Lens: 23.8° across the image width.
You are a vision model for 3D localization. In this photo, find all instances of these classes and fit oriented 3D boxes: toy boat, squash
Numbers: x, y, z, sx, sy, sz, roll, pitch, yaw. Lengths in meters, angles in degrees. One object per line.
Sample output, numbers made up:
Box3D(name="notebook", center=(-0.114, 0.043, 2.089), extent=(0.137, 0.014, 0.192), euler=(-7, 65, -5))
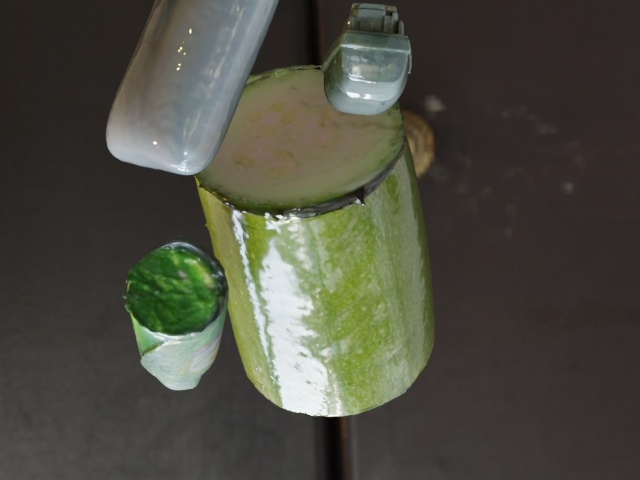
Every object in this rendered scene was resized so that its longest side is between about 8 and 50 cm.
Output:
Box3D(name="toy boat", center=(0.041, -0.157, 1.336), extent=(0.260, 0.078, 0.085), euler=(153, 122, -88))
Box3D(name="squash", center=(0.000, 0.000, 1.808), extent=(0.384, 0.263, 0.263), euler=(78, -173, -48))

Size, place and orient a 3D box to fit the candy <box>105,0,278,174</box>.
Box3D(name="candy", center=(-0.089, -0.132, 1.082), extent=(0.138, 0.071, 0.174), euler=(15, 82, 60))

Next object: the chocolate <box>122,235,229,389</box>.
Box3D(name="chocolate", center=(-0.152, 0.099, 1.626), extent=(0.291, 0.110, 0.110), euler=(102, 167, -68))
